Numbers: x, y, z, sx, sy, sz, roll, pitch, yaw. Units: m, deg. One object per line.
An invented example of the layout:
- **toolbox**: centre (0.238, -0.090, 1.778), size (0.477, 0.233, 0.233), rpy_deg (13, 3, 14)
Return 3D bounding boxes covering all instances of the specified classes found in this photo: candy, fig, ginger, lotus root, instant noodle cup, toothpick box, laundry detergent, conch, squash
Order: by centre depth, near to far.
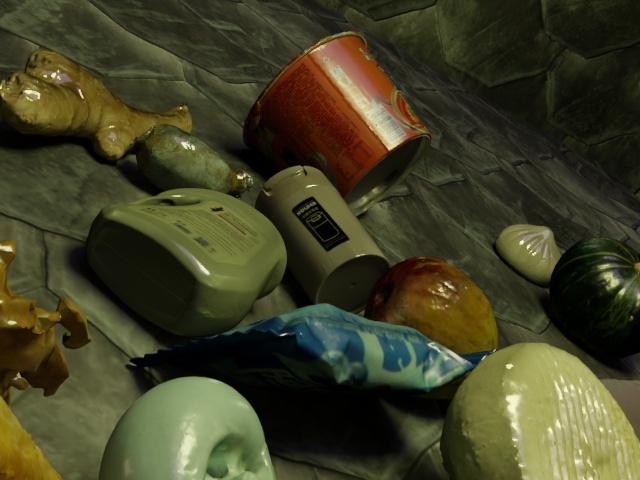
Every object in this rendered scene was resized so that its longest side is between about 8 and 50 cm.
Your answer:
- **conch**: centre (-0.067, 0.199, 0.650), size (0.184, 0.121, 0.221), rpy_deg (21, 32, -42)
- **candy**: centre (0.006, 0.112, 0.910), size (0.331, 0.187, 0.077), rpy_deg (17, 64, -45)
- **laundry detergent**: centre (-0.125, 0.009, 1.019), size (0.181, 0.091, 0.253), rpy_deg (33, 20, 12)
- **fig**: centre (0.155, 0.142, 1.127), size (0.257, 0.159, 0.159), rpy_deg (50, 15, -20)
- **ginger**: centre (-0.276, -0.160, 1.175), size (0.148, 0.081, 0.333), rpy_deg (47, 18, 30)
- **lotus root**: centre (-0.161, -0.088, 1.187), size (0.165, 0.088, 0.088), rpy_deg (28, 21, -30)
- **toothpick box**: centre (0.000, 0.000, 1.200), size (0.111, 0.111, 0.181), rpy_deg (14, 30, -43)
- **instant noodle cup**: centre (0.033, -0.161, 1.443), size (0.192, 0.250, 0.250), rpy_deg (49, 24, 14)
- **squash**: centre (0.503, 0.099, 1.659), size (0.218, 0.172, 0.218), rpy_deg (34, 24, -18)

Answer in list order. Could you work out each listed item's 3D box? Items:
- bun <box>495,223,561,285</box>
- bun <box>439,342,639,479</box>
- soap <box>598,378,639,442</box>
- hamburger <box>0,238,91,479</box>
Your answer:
- **bun**: centre (0.409, 0.015, 1.815), size (0.138, 0.094, 0.138), rpy_deg (33, 21, -14)
- **bun**: centre (0.211, 0.242, 0.911), size (0.287, 0.146, 0.287), rpy_deg (29, 48, -37)
- **soap**: centre (0.461, 0.310, 1.230), size (0.285, 0.107, 0.296), rpy_deg (14, 28, -44)
- **hamburger**: centre (-0.280, 0.064, 0.404), size (0.445, 0.287, 0.268), rpy_deg (16, 25, -45)
